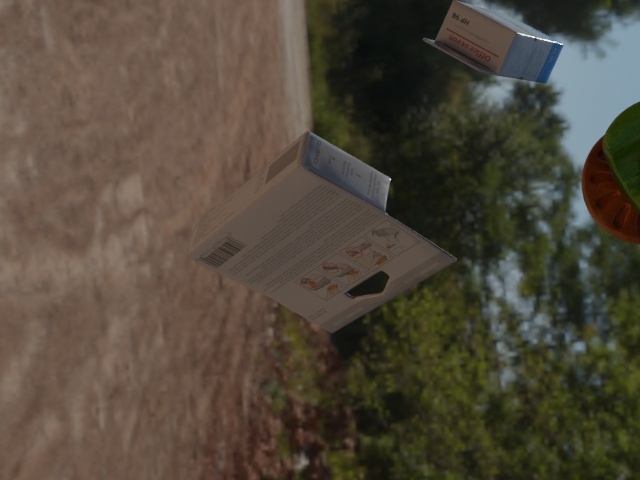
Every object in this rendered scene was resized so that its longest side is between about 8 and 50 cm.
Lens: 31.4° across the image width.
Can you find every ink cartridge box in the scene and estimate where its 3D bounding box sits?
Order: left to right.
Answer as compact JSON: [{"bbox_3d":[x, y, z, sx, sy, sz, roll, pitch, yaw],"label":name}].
[{"bbox_3d":[0.000,0.000,1.569,0.296,0.261,0.066,-35,-146,46],"label":"ink cartridge box"},{"bbox_3d":[0.223,-0.255,1.460,0.180,0.104,0.060,-4,123,-54],"label":"ink cartridge box"}]

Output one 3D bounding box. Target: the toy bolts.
[{"bbox_3d":[0.344,-0.018,0.917,0.228,0.218,0.158,63,1,9],"label":"toy bolts"}]
